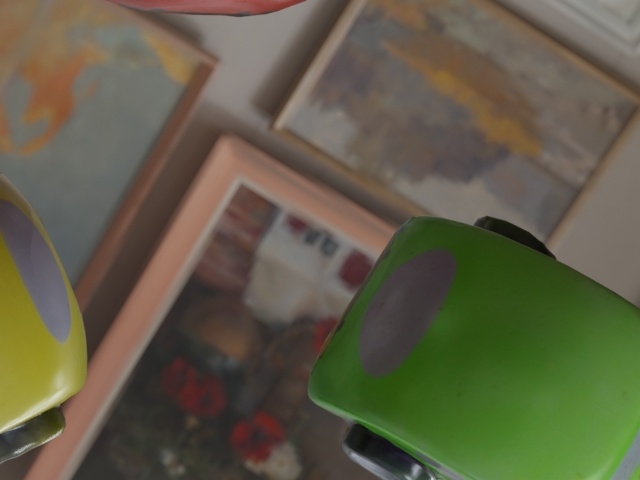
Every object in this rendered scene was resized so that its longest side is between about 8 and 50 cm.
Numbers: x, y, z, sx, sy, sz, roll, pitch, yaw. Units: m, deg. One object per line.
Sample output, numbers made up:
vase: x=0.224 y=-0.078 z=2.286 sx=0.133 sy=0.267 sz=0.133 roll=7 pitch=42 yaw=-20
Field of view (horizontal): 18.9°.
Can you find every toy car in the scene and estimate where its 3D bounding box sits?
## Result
toy car: x=0.000 y=0.000 z=0.392 sx=0.225 sy=0.239 sz=0.053 roll=33 pitch=169 yaw=-10
